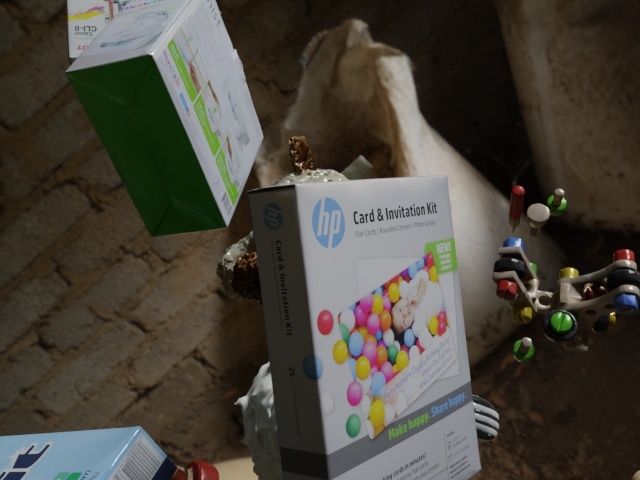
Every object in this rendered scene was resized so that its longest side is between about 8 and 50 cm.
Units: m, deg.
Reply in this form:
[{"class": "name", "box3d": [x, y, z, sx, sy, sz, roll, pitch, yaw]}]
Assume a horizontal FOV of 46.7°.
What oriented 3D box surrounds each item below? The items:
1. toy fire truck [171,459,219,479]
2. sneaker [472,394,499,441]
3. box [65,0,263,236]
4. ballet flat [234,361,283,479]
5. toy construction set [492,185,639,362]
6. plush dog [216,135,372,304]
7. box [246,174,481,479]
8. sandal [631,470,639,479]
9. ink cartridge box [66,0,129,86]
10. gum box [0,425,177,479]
[{"class": "toy fire truck", "box3d": [-0.299, 0.448, 1.138, 0.302, 0.169, 0.254, -27, 42, 53]}, {"class": "sneaker", "box3d": [0.178, 0.326, 1.393, 0.162, 0.281, 0.106, 117, 178, -55]}, {"class": "box", "box3d": [-0.191, -0.180, 1.010, 0.126, 0.262, 0.231, -6, 39, 17]}, {"class": "ballet flat", "box3d": [0.054, 0.270, 0.566, 0.146, 0.409, 0.147, -22, 17, 7]}, {"class": "toy construction set", "box3d": [0.431, 0.077, 1.391, 0.257, 0.237, 0.309, -16, 60, 1]}, {"class": "plush dog", "box3d": [0.000, 0.000, 0.921, 0.262, 0.211, 0.225, -6, 27, -9]}, {"class": "box", "box3d": [0.032, 0.059, 0.412, 0.038, 0.145, 0.186, -7, 91, 40]}, {"class": "sandal", "box3d": [0.475, 0.453, 1.098, 0.079, 0.088, 0.240, -179, 91, -81]}, {"class": "ink cartridge box", "box3d": [-0.366, -0.363, 1.267, 0.127, 0.128, 0.176, 148, 118, -71]}, {"class": "gum box", "box3d": [-0.191, 0.181, 0.420, 0.184, 0.041, 0.157, -14, 30, 38]}]
